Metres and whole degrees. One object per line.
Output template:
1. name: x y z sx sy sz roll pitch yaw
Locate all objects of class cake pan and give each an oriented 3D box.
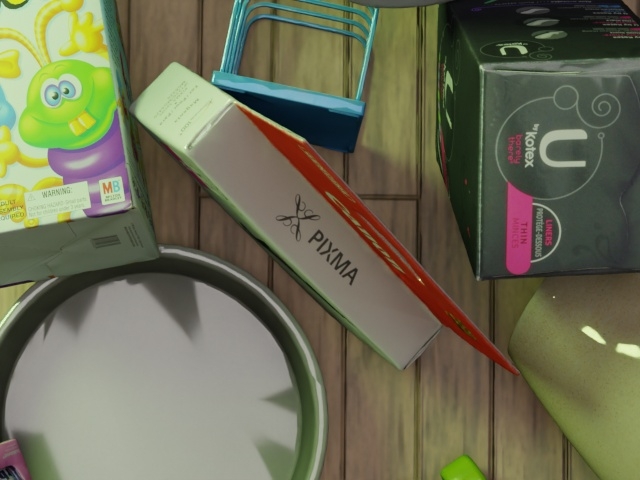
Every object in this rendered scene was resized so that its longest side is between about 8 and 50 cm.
1. cake pan: -0.140 0.149 1.424 0.293 0.054 0.293 0 86 -1

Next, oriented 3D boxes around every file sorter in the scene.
1. file sorter: -0.018 -0.144 1.389 0.118 0.170 0.104 11 84 0

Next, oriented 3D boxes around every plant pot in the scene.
1. plant pot: 0.292 0.118 1.356 0.274 0.256 0.256 36 86 17

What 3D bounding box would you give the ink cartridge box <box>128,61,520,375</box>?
1. ink cartridge box: 0.000 0.000 1.292 0.060 0.239 0.275 -46 121 -4

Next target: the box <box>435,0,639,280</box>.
1. box: 0.170 -0.094 1.320 0.143 0.270 0.165 -2 110 -2

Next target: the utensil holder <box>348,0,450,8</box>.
1. utensil holder: 0.054 -0.413 1.280 0.327 0.327 0.385 -25 69 -3

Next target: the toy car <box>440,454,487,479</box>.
1. toy car: 0.095 0.266 1.352 0.155 0.188 0.149 -35 88 -3

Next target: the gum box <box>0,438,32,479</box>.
1. gum box: -0.301 0.239 1.373 0.188 0.062 0.107 -25 86 24

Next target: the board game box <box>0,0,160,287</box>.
1. board game box: -0.226 -0.121 1.371 0.142 0.144 0.275 -11 73 -1
